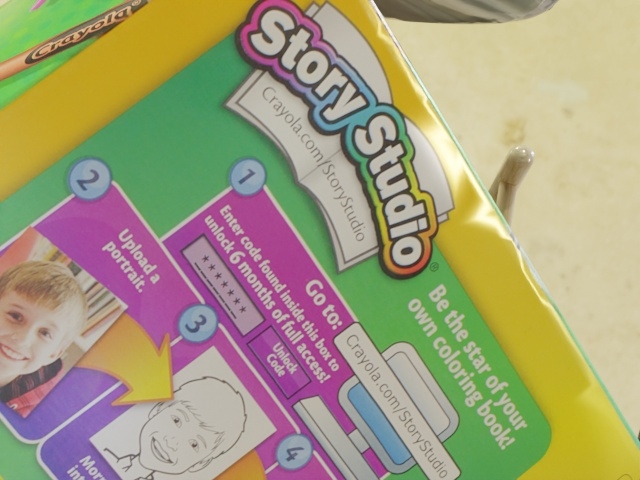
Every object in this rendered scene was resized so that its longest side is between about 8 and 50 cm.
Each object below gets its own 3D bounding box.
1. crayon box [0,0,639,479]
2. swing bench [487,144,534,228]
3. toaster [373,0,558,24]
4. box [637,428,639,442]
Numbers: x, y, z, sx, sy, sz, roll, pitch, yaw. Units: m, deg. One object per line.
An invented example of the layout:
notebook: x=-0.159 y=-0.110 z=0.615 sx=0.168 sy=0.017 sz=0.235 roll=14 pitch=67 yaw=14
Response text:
crayon box: x=-0.013 y=0.048 z=0.457 sx=0.165 sy=0.278 sz=0.081 roll=-37 pitch=26 yaw=-6
swing bench: x=0.000 y=0.000 z=1.110 sx=0.253 sy=0.254 sz=0.165 roll=12 pitch=82 yaw=-3
toaster: x=-0.002 y=-0.170 z=0.611 sx=0.146 sy=0.129 sz=0.227 roll=14 pitch=4 yaw=-45
box: x=0.231 y=0.165 z=0.629 sx=0.220 sy=0.175 sz=0.051 roll=20 pitch=40 yaw=21
